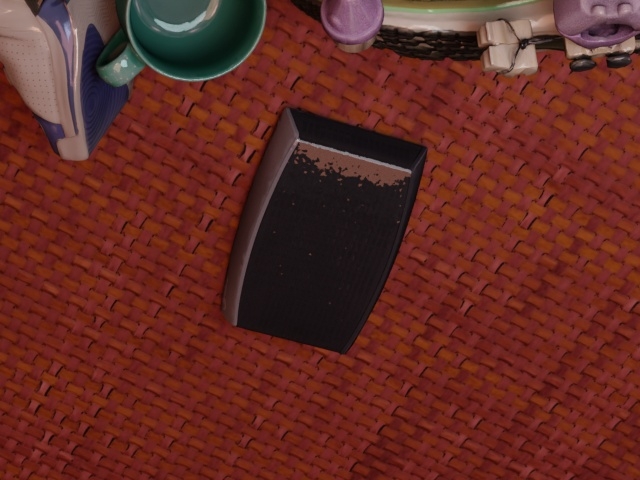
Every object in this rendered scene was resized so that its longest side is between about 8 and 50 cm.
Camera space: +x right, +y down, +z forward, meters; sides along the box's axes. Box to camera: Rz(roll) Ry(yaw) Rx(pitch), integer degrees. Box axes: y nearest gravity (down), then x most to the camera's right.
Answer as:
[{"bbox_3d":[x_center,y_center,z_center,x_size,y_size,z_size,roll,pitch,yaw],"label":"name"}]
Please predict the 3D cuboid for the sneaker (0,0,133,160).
[{"bbox_3d":[-0.294,-0.235,1.212,0.182,0.127,0.315,10,136,21],"label":"sneaker"}]

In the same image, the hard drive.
[{"bbox_3d":[0.000,0.000,1.367,0.172,0.054,0.254,16,118,-8],"label":"hard drive"}]

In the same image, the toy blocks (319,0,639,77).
[{"bbox_3d":[0.112,-0.306,1.017,0.289,0.260,0.308,-6,80,3],"label":"toy blocks"}]

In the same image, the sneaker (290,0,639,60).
[{"bbox_3d":[0.172,-0.265,1.206,0.411,0.158,0.182,0,88,2],"label":"sneaker"}]

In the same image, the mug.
[{"bbox_3d":[-0.137,-0.220,1.209,0.158,0.097,0.129,-10,117,-14],"label":"mug"}]
